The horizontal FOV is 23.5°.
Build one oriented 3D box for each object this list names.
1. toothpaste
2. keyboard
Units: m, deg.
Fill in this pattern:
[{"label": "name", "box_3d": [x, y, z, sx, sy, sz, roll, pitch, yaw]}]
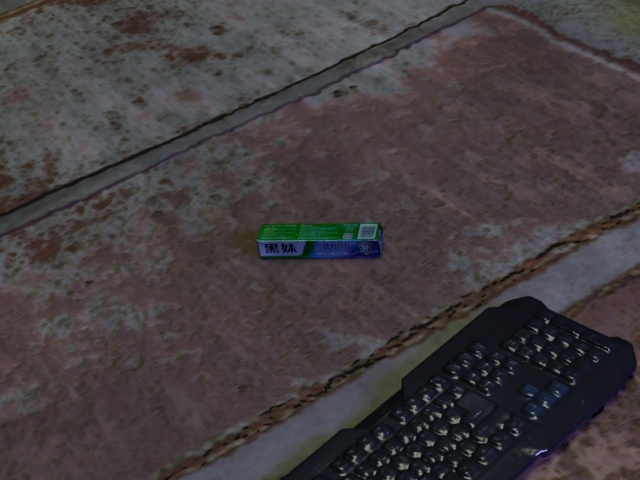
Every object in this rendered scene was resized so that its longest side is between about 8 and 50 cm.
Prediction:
[{"label": "toothpaste", "box_3d": [0.000, 0.000, 1.031, 0.083, 0.017, 0.020, -1, 39, 12]}, {"label": "keyboard", "box_3d": [0.065, 0.114, 0.857, 0.106, 0.016, 0.262, 25, 48, 39]}]
